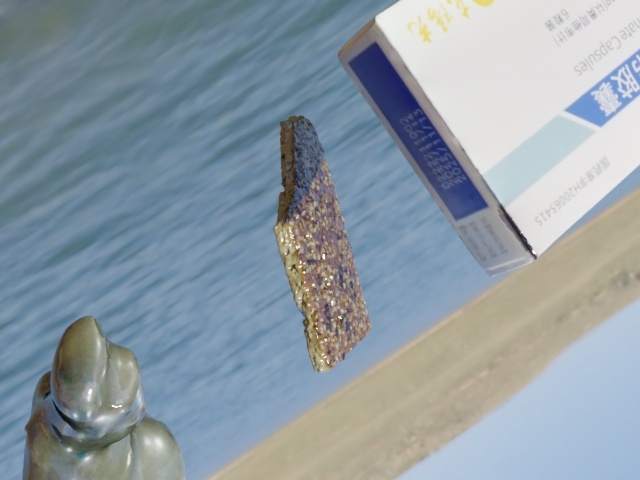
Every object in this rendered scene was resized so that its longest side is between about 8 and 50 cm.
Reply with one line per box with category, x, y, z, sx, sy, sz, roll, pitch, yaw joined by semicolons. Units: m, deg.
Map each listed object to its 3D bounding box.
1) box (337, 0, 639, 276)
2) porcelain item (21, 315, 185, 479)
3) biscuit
box;0.195;-0.150;0.860;0.343;0.200;0.065;-37;-174;-29
porcelain item;-0.087;0.096;0.437;0.216;0.069;0.081;103;-5;-49
biscuit;-0.005;-0.002;1.104;0.026;0.237;0.131;-12;-171;22
